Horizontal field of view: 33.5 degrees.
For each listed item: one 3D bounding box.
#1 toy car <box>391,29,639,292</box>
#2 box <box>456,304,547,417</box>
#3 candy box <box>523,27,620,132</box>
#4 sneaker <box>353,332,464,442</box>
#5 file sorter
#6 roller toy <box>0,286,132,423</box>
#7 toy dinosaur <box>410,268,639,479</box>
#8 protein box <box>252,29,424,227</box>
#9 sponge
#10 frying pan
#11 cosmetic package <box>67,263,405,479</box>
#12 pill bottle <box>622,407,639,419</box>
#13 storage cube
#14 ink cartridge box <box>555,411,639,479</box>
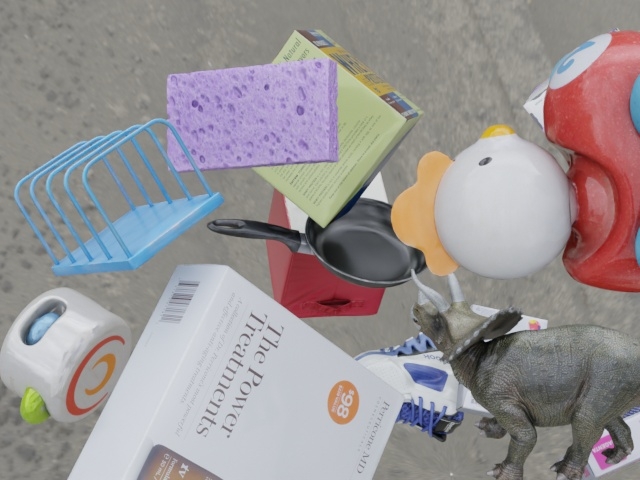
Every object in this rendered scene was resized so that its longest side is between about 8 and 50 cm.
[{"bbox_3d":[0.173,-0.052,0.845,0.237,0.219,0.210,-7,102,-6],"label":"toy car"},{"bbox_3d":[0.316,0.216,1.848,0.145,0.038,0.186,12,70,-10],"label":"box"},{"bbox_3d":[0.412,-0.249,1.666,0.165,0.196,0.070,-37,92,23],"label":"candy box"},{"bbox_3d":[0.157,0.284,1.914,0.315,0.127,0.182,-20,53,-34],"label":"sneaker"},{"bbox_3d":[-0.202,-0.043,1.032,0.118,0.170,0.105,-40,110,-33],"label":"file sorter"},{"bbox_3d":[-0.410,0.179,1.704,0.146,0.209,0.191,28,106,19],"label":"roller toy"},{"bbox_3d":[0.224,0.133,0.964,0.313,0.121,0.160,9,116,9],"label":"toy dinosaur"},{"bbox_3d":[0.003,-0.165,1.541,0.201,0.136,0.200,39,108,6],"label":"protein box"},{"bbox_3d":[-0.081,-0.143,1.236,0.210,0.031,0.117,-2,89,22],"label":"sponge"},{"bbox_3d":[0.017,0.018,1.558,0.326,0.053,0.197,-14,46,-29],"label":"frying pan"},{"bbox_3d":[-0.098,0.255,1.052,0.097,0.284,0.377,1,59,48],"label":"cosmetic package"},{"bbox_3d":[0.552,0.274,1.765,0.094,0.094,0.170,5,88,8],"label":"pill bottle"},{"bbox_3d":[0.016,0.002,1.822,0.183,0.193,0.215,-1,51,-13],"label":"storage cube"},{"bbox_3d":[0.440,0.291,1.517,0.185,0.311,0.065,-24,74,-1],"label":"ink cartridge box"}]
